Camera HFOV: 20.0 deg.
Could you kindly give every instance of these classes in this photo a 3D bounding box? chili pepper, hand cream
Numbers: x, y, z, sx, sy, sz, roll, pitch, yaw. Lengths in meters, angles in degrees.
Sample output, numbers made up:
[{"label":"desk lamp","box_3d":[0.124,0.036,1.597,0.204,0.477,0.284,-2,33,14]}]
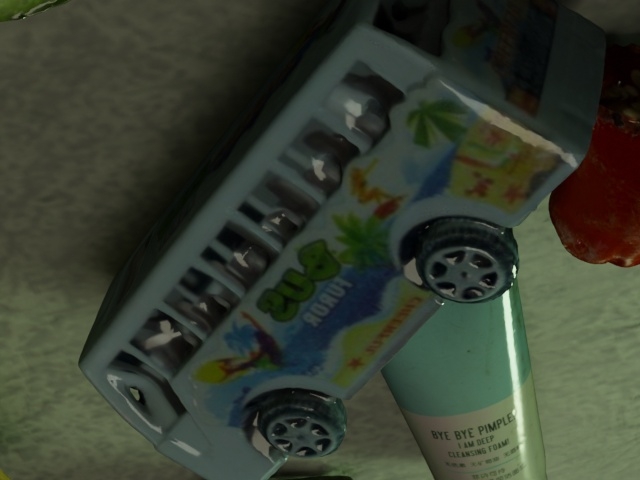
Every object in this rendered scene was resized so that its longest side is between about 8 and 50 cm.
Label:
[{"label":"chili pepper","box_3d":[0.152,-0.038,0.904,0.073,0.070,0.123,6,144,1]},{"label":"hand cream","box_3d":[0.080,0.079,1.080,0.111,0.070,0.312,-11,137,7]}]

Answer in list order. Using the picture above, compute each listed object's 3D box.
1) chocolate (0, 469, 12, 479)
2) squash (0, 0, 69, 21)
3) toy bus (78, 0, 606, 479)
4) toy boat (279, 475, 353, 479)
[{"label":"chocolate","box_3d":[-0.283,0.086,0.927,0.162,0.162,0.445,-16,145,11]},{"label":"squash","box_3d":[-0.131,-0.165,0.632,0.170,0.122,0.170,-5,144,-4]},{"label":"toy bus","box_3d":[0.000,0.000,0.894,0.136,0.109,0.329,28,134,-14]},{"label":"toy boat","box_3d":[-0.060,0.206,1.210,0.185,0.071,0.089,-24,99,22]}]
